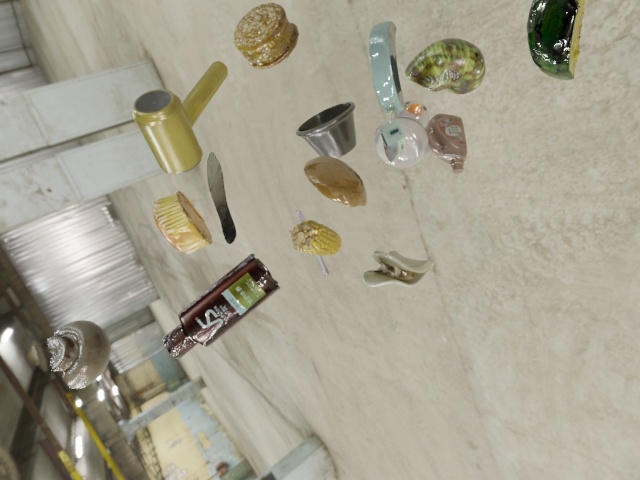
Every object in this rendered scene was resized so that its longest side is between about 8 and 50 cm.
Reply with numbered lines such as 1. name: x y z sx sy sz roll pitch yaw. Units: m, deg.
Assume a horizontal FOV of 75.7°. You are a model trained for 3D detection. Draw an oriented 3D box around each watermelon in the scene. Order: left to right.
1. watermelon: 0.589 -0.535 1.001 0.123 0.129 0.301 34 142 49

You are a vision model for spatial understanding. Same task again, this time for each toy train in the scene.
1. toy train: 0.185 -0.241 1.036 0.234 0.051 0.052 2 -114 -78

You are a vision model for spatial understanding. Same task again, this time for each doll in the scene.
1. doll: 0.318 -0.405 1.543 0.221 0.221 0.251 51 157 20

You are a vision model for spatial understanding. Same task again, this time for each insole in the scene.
1. insole: -0.254 -0.108 1.045 0.086 0.005 0.253 -36 66 46

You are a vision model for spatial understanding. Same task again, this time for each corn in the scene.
1. corn: 0.000 0.000 1.338 0.106 0.106 0.305 52 -167 18

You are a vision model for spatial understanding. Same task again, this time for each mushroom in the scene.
1. mushroom: -0.640 0.293 1.121 0.188 0.117 0.141 56 176 26

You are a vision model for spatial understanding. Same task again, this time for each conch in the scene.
1. conch: 0.320 -0.440 1.032 0.187 0.181 0.124 23 120 9

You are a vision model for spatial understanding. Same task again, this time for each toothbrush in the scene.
1. toothbrush: -0.033 0.016 1.700 0.029 0.024 0.354 36 156 51

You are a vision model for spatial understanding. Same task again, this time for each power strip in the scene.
1. power strip: 0.144 -0.355 0.875 0.044 0.137 0.216 -5 99 23

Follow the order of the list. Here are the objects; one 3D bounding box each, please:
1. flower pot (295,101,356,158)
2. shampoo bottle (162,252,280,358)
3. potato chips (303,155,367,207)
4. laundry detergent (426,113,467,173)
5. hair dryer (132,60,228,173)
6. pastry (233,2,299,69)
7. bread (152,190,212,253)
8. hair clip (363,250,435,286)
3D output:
1. flower pot: 0.048 -0.437 1.694 0.269 0.269 0.166 20 144 54
2. shampoo bottle: -0.267 0.180 1.088 0.129 0.323 0.084 53 176 -17
3. potato chips: 0.051 -0.175 1.128 0.208 0.195 0.062 -90 24 -51
4. laundry detergent: 0.489 -0.379 1.616 0.076 0.171 0.237 129 143 -66
5. hair dryer: -0.259 -0.277 0.820 0.090 0.279 0.135 9 145 14
6. pastry: -0.165 -0.619 1.249 0.188 0.189 0.103 42 -179 33
7. bread: -0.415 -0.049 1.230 0.132 0.114 0.191 -116 3 -48
8. hair clip: 0.248 0.097 1.387 0.172 0.282 0.113 14 95 37
